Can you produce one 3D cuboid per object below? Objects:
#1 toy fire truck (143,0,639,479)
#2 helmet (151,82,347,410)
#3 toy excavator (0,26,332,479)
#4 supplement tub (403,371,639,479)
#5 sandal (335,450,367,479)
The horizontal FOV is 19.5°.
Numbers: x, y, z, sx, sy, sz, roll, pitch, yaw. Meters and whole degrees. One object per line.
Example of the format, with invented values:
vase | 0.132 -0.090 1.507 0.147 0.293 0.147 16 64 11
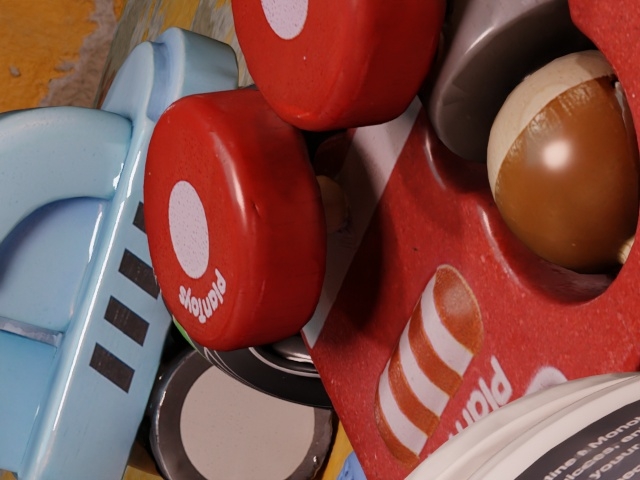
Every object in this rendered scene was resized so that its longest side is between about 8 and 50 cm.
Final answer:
toy fire truck | 0.073 0.001 0.660 0.254 0.169 0.302 63 147 30
helmet | 0.000 0.000 0.878 0.169 0.161 0.169 -158 90 -87
toy excavator | -0.225 0.052 1.111 0.222 0.445 0.433 -166 94 -76
supplement tub | 0.110 0.122 0.329 0.272 0.191 0.191 -167 95 -75
sandal | -0.037 0.223 0.846 0.126 0.138 0.317 -101 34 -64
